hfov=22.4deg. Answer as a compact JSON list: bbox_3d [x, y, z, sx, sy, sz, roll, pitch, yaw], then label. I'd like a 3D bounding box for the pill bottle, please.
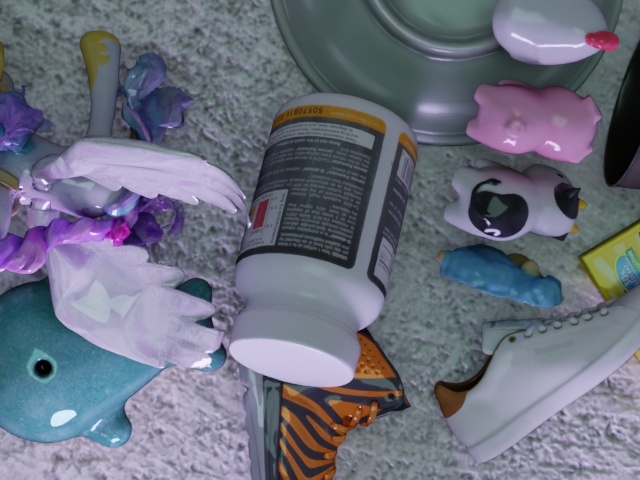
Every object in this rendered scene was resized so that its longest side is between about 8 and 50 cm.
[{"bbox_3d":[0.000,0.000,1.678,0.162,0.162,0.278,16,68,-3],"label":"pill bottle"}]

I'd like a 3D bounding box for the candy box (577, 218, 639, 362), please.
[{"bbox_3d":[0.385,0.079,1.807,0.105,0.027,0.206,-31,92,2],"label":"candy box"}]

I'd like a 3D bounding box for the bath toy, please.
[{"bbox_3d":[0.231,-0.105,1.697,0.129,0.151,0.348,23,116,31],"label":"bath toy"}]

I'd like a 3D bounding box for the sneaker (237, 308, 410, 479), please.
[{"bbox_3d":[0.012,0.221,1.744,0.180,0.124,0.321,-7,91,-2],"label":"sneaker"}]

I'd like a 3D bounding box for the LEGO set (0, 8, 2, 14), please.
[{"bbox_3d":[-0.372,-0.281,1.748,0.132,0.107,0.287,29,95,32],"label":"LEGO set"}]

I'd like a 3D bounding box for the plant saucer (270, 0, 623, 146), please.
[{"bbox_3d":[0.142,-0.303,1.753,0.401,0.100,0.400,0,91,-2],"label":"plant saucer"}]

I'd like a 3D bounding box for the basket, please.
[{"bbox_3d":[0.446,-0.121,1.749,0.227,0.154,0.204,18,87,-6],"label":"basket"}]

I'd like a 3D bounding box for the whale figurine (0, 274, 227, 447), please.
[{"bbox_3d":[-0.240,0.118,1.722,0.272,0.141,0.216,-11,91,-3],"label":"whale figurine"}]

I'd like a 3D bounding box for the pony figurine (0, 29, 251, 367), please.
[{"bbox_3d":[-0.243,-0.053,1.621,0.351,0.363,0.302,11,133,-3],"label":"pony figurine"}]

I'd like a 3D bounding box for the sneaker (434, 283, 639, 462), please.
[{"bbox_3d":[0.249,0.113,1.753,0.290,0.106,0.123,-38,89,7],"label":"sneaker"}]
